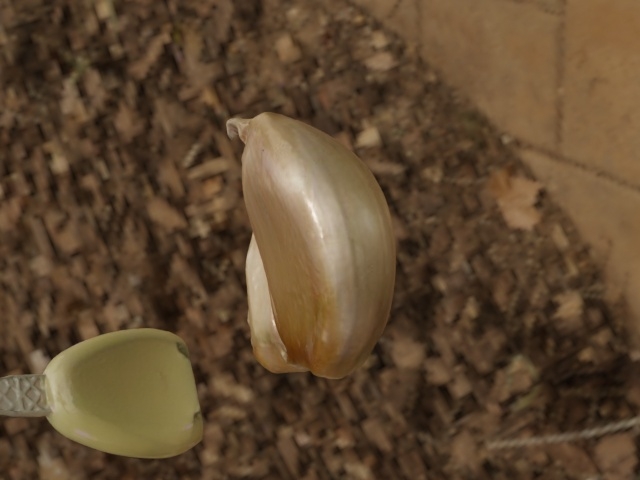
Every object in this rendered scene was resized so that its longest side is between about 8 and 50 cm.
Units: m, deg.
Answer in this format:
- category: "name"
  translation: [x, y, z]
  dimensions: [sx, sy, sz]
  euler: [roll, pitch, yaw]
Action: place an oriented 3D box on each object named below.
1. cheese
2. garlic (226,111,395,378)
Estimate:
- category: "cheese"
  translation: [-0.229, 0.142, 1.456]
  dimensions: [0.054, 0.251, 0.127]
  euler: [-40, 56, 47]
- category: "garlic"
  translation: [0.000, 0.000, 1.324]
  dimensions: [0.217, 0.110, 0.228]
  euler: [-176, 73, -70]
